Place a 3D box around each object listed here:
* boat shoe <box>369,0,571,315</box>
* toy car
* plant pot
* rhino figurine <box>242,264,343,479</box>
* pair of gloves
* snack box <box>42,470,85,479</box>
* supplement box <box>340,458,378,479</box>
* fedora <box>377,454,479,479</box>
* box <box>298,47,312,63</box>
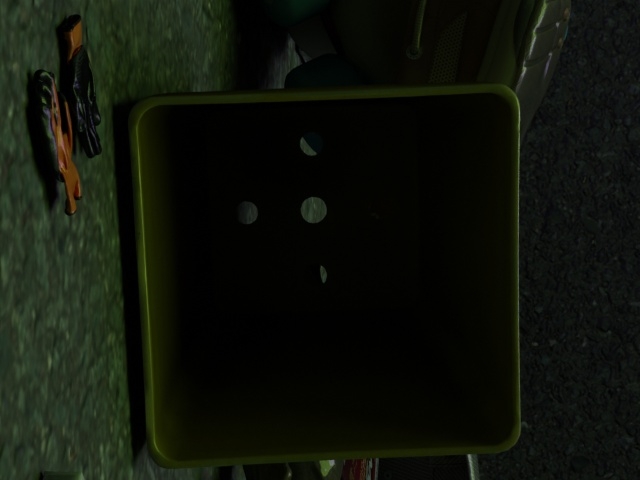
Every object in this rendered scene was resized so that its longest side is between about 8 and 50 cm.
[{"bbox_3d":[0.073,-0.053,1.189,0.123,0.116,0.324,27,84,-73],"label":"boat shoe"},{"bbox_3d":[0.029,-0.207,1.319,0.238,0.219,0.210,32,-34,58],"label":"toy car"},{"bbox_3d":[0.000,0.000,1.015,0.187,0.212,0.212,-103,-169,-75],"label":"plant pot"},{"bbox_3d":[-0.018,0.113,1.189,0.106,0.073,0.243,50,41,-48],"label":"rhino figurine"},{"bbox_3d":[-0.122,-0.061,0.809,0.083,0.010,0.074,-80,165,-56],"label":"pair of gloves"},{"bbox_3d":[-0.114,0.191,0.833,0.178,0.022,0.064,80,12,-46],"label":"snack box"},{"bbox_3d":[0.000,0.162,1.360,0.239,0.073,0.130,76,17,-60],"label":"supplement box"},{"bbox_3d":[0.073,0.202,1.571,0.244,0.124,0.275,-123,-153,-80],"label":"fedora"},{"bbox_3d":[0.033,-0.282,1.579,0.232,0.058,0.322,61,30,-72],"label":"box"}]
